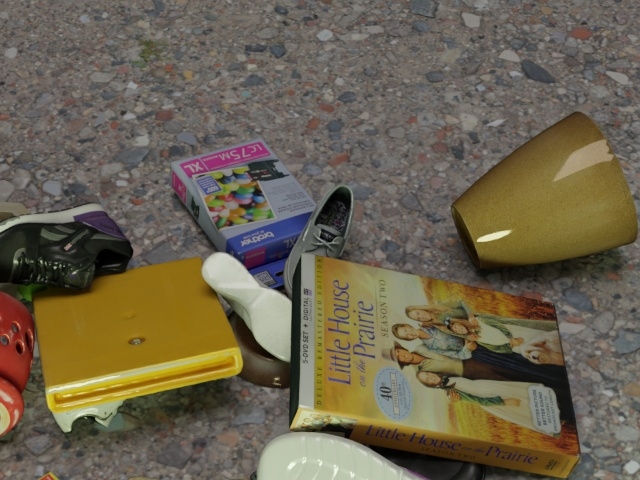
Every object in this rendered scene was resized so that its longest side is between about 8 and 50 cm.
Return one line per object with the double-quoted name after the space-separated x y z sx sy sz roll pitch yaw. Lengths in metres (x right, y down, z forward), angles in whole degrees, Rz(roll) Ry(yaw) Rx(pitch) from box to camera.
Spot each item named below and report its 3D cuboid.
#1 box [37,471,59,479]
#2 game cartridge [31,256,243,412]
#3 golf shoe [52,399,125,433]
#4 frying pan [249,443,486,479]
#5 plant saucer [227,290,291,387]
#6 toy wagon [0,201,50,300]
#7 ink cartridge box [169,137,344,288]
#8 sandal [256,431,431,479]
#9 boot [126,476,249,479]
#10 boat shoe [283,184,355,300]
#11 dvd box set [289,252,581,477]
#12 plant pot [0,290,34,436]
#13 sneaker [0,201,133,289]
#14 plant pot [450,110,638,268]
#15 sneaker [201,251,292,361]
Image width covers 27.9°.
-0.433 0.415 1.732 0.232 0.058 0.087 -31 52 -28 "box"
-0.288 0.135 1.964 0.285 0.053 0.324 -11 25 -11 "game cartridge"
-0.316 0.237 1.926 0.176 0.069 0.086 -16 71 -15 "golf shoe"
0.081 0.300 1.867 0.326 0.053 0.197 13 45 8 "frying pan"
-0.062 0.145 2.027 0.198 0.036 0.199 0 46 0 "plant saucer"
-0.612 0.050 2.096 0.344 0.068 0.267 -30 52 -26 "toy wagon"
-0.109 -0.048 2.197 0.185 0.065 0.311 -18 50 -25 "ink cartridge box"
0.107 0.378 1.737 0.416 0.102 0.169 17 89 19 "sandal"
-0.208 0.412 1.668 0.203 0.095 0.262 -6 32 28 "boot"
0.001 0.000 2.077 0.079 0.081 0.228 23 53 -4 "boat shoe"
0.162 0.179 1.900 0.420 0.062 0.308 12 43 -10 "dvd box set"
-0.516 0.186 1.873 0.191 0.191 0.174 -4 47 -4 "plant pot"
-0.417 0.025 2.010 0.283 0.107 0.124 -21 55 -42 "sneaker"
0.355 -0.053 2.123 0.254 0.237 0.237 -24 48 -3 "plant pot"
-0.095 0.104 1.992 0.080 0.094 0.212 -42 79 -9 "sneaker"
